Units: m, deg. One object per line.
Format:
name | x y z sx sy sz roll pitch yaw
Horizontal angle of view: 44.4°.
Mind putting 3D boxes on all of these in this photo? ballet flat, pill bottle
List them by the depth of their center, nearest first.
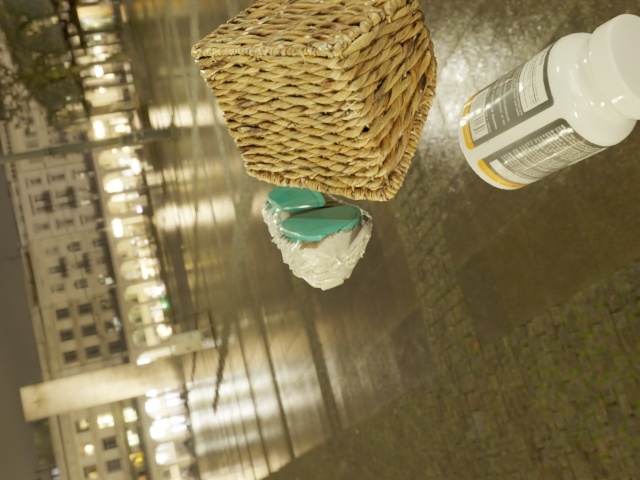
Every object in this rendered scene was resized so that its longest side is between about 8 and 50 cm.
pill bottle | 0.334 -0.186 1.087 0.278 0.162 0.162 -27 73 55
ballet flat | 0.000 0.000 1.217 0.409 0.146 0.147 -126 27 -74

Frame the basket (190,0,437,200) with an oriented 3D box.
basket | 0.015 -0.211 1.062 0.299 0.213 0.223 12 136 45
